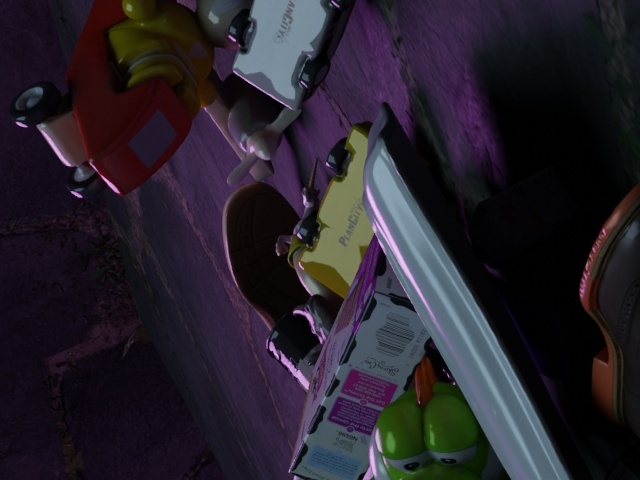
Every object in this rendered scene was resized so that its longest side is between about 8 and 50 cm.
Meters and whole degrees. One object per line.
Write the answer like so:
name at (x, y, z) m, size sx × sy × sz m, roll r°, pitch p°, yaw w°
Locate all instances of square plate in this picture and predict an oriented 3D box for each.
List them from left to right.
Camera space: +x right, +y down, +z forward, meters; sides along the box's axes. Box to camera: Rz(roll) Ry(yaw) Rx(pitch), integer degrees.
square plate at (0.117, 0.061, 1.466) m, size 0.344 × 0.049 × 0.347 m, roll 61°, pitch -174°, yaw -6°

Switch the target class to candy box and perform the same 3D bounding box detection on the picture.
candy box at (0.048, 0.096, 1.724) m, size 0.159 × 0.071 × 0.233 m, roll -76°, pitch 7°, yaw -55°

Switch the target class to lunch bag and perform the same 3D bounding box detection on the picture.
lunch bag at (0.158, -0.013, 1.468) m, size 0.053 × 0.071 × 0.083 m, roll 60°, pitch 165°, yaw 13°

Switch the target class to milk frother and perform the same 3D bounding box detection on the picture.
milk frother at (0.040, 0.131, 2.072) m, size 0.135 × 0.143 × 0.129 m, roll 47°, pitch 172°, yaw 32°

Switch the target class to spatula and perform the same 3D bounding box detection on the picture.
spatula at (0.145, 0.049, 1.723) m, size 0.296 × 0.030 × 0.084 m, roll 43°, pitch 153°, yaw 62°

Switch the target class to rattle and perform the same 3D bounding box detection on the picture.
rattle at (0.074, 0.035, 2.008) m, size 0.199 × 0.143 × 0.130 m, roll 48°, pitch -164°, yaw 13°

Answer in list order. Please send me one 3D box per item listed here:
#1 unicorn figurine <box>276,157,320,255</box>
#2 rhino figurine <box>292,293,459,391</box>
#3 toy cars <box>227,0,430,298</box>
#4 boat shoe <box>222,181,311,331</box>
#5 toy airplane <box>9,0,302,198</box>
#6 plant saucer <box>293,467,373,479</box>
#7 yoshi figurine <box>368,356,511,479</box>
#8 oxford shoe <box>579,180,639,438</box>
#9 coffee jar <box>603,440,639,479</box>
unicorn figurine at (0.000, 0.000, 2.129) m, size 0.162 × 0.060 × 0.111 m, roll 55°, pitch -152°, yaw 0°
rhino figurine at (0.064, 0.120, 1.932) m, size 0.243 × 0.073 × 0.106 m, roll 23°, pitch 140°, yaw 31°
toy cars at (0.021, -0.129, 1.778) m, size 0.176 × 0.087 × 0.393 m, roll -5°, pitch 112°, yaw 37°
boat shoe at (-0.053, 0.041, 2.370) m, size 0.302 × 0.109 × 0.098 m, roll 64°, pitch 176°, yaw -34°
toy airplane at (-0.171, -0.246, 2.122) m, size 0.386 × 0.272 × 0.384 m, roll -6°, pitch -99°, yaw -65°
plant saucer at (0.069, 0.325, 2.151) m, size 0.400 × 0.100 × 0.400 m, roll -168°, pitch 90°, yaw -72°
yoshi figurine at (0.115, 0.244, 1.644) m, size 0.203 × 0.203 × 0.362 m, roll 47°, pitch 178°, yaw 23°
oxford shoe at (0.239, 0.053, 1.243) m, size 0.098 × 0.097 × 0.271 m, roll 38°, pitch 160°, yaw 32°
coffee jar at (0.280, 0.219, 1.308) m, size 0.079 × 0.096 × 0.184 m, roll -59°, pitch 36°, yaw 16°
